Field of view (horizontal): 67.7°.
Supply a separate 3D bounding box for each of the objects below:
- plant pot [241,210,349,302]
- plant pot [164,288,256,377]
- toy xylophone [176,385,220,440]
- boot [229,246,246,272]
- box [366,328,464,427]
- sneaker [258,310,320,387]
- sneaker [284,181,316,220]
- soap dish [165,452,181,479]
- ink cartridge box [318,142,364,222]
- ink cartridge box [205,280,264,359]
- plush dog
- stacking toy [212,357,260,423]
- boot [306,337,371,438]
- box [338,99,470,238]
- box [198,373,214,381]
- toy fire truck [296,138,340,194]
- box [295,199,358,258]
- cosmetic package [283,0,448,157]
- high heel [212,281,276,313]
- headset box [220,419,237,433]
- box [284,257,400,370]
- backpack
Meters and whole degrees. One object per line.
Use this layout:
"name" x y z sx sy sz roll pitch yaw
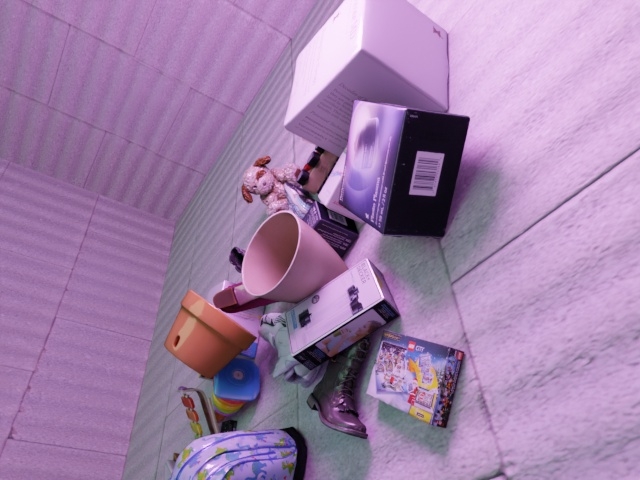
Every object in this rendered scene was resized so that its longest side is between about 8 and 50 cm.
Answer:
"plant pot" -0.047 0.086 1.406 0.256 0.274 0.256 -30 46 36
"plant pot" -0.393 0.333 1.644 0.203 0.291 0.291 -55 23 -14
"toy xylophone" -0.445 0.689 1.793 0.323 0.081 0.236 67 151 13
"boot" -0.262 0.073 1.909 0.338 0.222 0.118 22 90 64
"box" 0.203 0.297 1.061 0.233 0.044 0.159 0 70 62
"sneaker" -0.107 0.341 1.505 0.366 0.137 0.210 -22 49 52
"sneaker" -0.101 -0.142 1.906 0.122 0.110 0.283 -64 26 16
"soap dish" -0.479 0.928 1.724 0.291 0.118 0.229 -3 86 62
"ink cartridge box" 0.114 -0.180 1.473 0.212 0.154 0.093 -61 27 14
"ink cartridge box" -0.365 0.333 1.932 0.197 0.198 0.270 -31 43 52
"plush dog" -0.229 -0.253 2.096 0.262 0.225 0.210 -63 27 10
"stacking toy" -0.344 0.589 1.779 0.175 0.165 0.302 -102 31 -50
"boot" 0.069 0.355 1.226 0.263 0.091 0.229 16 79 59
"box" 0.192 -0.190 1.217 0.294 0.182 0.296 -135 50 -63
"box" -0.442 0.510 2.072 0.232 0.087 0.058 -58 26 21
"toy fire truck" -0.018 -0.323 1.864 0.217 0.158 0.246 -58 16 19
"box" 0.000 0.000 1.551 0.207 0.153 0.108 -52 30 27
"cosmetic package" 0.140 -0.496 1.474 0.393 0.327 0.329 -31 44 49
"high heel" -0.182 0.167 1.670 0.181 0.377 0.127 82 178 -81
"headset box" -0.349 0.713 1.795 0.083 0.032 0.062 -34 42 47
"box" 0.050 0.194 1.269 0.290 0.087 0.169 -34 36 14
"backpack" -0.219 0.638 1.245 0.273 0.355 0.290 11 79 62
